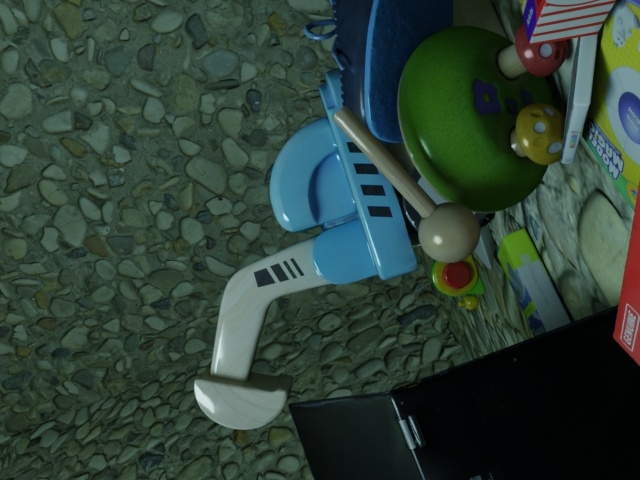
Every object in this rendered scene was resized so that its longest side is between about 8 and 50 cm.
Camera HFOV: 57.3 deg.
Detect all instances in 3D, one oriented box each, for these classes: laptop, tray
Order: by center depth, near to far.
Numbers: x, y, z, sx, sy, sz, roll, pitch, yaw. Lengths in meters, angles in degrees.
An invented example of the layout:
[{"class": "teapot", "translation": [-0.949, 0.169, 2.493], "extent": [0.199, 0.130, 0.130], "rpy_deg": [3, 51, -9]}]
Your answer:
[{"class": "laptop", "translation": [0.198, 0.317, 0.664], "extent": [0.236, 0.407, 0.382], "rpy_deg": [43, -154, -83]}, {"class": "tray", "translation": [0.305, -0.054, 1.226], "extent": [0.270, 0.030, 0.145], "rpy_deg": [-100, -12, -68]}]

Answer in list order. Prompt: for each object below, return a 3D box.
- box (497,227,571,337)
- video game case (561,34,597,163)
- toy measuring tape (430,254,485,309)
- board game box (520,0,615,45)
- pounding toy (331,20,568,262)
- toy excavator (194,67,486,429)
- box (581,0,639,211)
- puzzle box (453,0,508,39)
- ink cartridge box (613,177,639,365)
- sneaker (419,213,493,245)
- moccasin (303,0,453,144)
[{"class": "box", "translation": [0.323, 0.081, 0.880], "extent": [0.109, 0.042, 0.178], "rpy_deg": [55, -165, -69]}, {"class": "video game case", "translation": [0.190, -0.116, 0.430], "extent": [0.122, 0.011, 0.087], "rpy_deg": [30, -112, -68]}, {"class": "toy measuring tape", "translation": [0.315, 0.027, 1.490], "extent": [0.121, 0.121, 0.330], "rpy_deg": [-16, -96, -85]}, {"class": "board game box", "translation": [0.127, -0.228, 0.306], "extent": [0.147, 0.045, 0.194], "rpy_deg": [49, -146, -76]}, {"class": "pounding toy", "translation": [0.156, -0.109, 0.516], "extent": [0.183, 0.237, 0.110], "rpy_deg": [56, 151, -10]}, {"class": "toy excavator", "translation": [0.000, 0.000, 0.819], "extent": [0.222, 0.445, 0.433], "rpy_deg": [-29, -78, -85]}, {"class": "box", "translation": [0.216, -0.078, 0.372], "extent": [0.179, 0.043, 0.105], "rpy_deg": [58, -169, -57]}, {"class": "puzzle box", "translation": [0.191, -0.226, 0.839], "extent": [0.409, 0.052, 0.272], "rpy_deg": [37, -148, -82]}, {"class": "ink cartridge box", "translation": [0.245, 0.095, 0.324], "extent": [0.261, 0.066, 0.296], "rpy_deg": [57, 175, 42]}, {"class": "sneaker", "translation": [0.254, -0.078, 1.067], "extent": [0.086, 0.132, 0.229], "rpy_deg": [68, -141, -60]}, {"class": "moccasin", "translation": [0.064, -0.266, 0.599], "extent": [0.137, 0.116, 0.342], "rpy_deg": [8, -91, -44]}]
